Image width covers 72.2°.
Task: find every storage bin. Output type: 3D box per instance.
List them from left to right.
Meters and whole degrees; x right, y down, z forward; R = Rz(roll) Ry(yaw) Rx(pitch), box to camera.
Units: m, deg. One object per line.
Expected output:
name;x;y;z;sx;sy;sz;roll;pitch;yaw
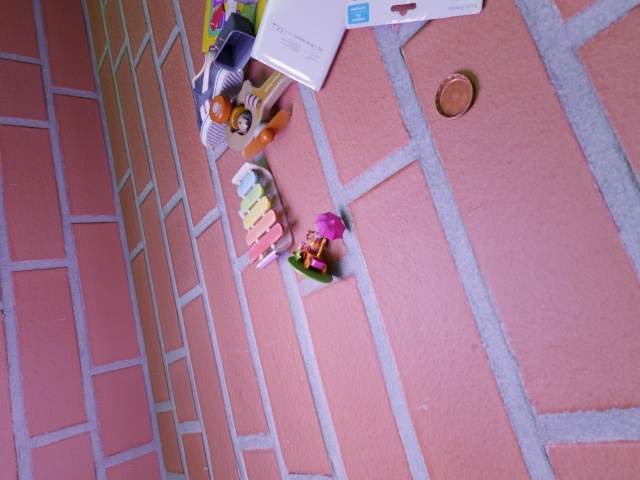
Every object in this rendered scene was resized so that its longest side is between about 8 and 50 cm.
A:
storage bin;-0.243;-0.548;1.202;0.135;0.098;0.091;-36;58;44

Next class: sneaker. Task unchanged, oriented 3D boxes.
sneaker;-0.345;-0.458;1.432;0.127;0.126;0.321;45;134;14

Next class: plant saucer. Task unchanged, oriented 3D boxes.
plant saucer;0.259;-0.278;0.849;0.083;0.013;0.084;7;99;49

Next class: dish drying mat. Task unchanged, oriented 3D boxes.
dish drying mat;-0.313;-0.676;1.328;0.083;0.008;0.032;-28;70;47

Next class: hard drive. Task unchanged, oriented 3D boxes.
hard drive;-0.029;-0.552;1.060;0.202;0.040;0.308;28;121;1

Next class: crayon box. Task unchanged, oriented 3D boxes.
crayon box;-0.214;-0.709;1.301;0.362;0.106;0.314;27;112;45

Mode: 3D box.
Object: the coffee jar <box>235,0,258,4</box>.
coffee jar;-0.206;-0.722;1.138;0.079;0.096;0.185;-9;85;45

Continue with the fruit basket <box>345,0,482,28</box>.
fruit basket;0.156;-0.608;0.827;0.326;0.165;0.354;17;115;39

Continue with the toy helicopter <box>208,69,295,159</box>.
toy helicopter;-0.161;-0.386;1.251;0.355;0.140;0.235;-39;59;33

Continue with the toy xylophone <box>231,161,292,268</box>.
toy xylophone;-0.190;-0.062;1.343;0.236;0.081;0.323;-47;58;41

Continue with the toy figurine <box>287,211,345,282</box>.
toy figurine;0.000;0.000;1.128;0.159;0.130;0.173;-64;22;12
